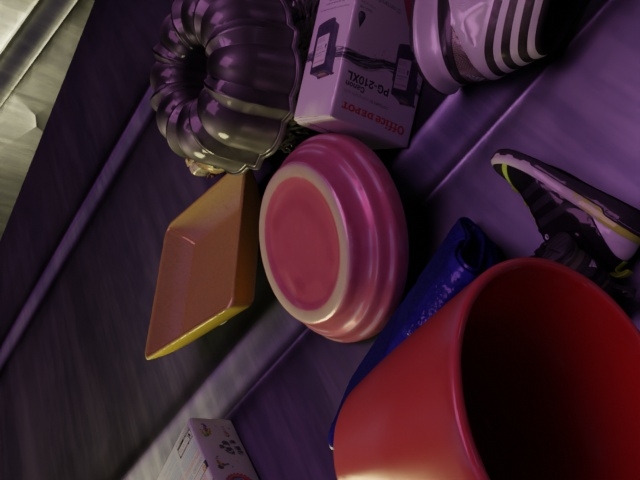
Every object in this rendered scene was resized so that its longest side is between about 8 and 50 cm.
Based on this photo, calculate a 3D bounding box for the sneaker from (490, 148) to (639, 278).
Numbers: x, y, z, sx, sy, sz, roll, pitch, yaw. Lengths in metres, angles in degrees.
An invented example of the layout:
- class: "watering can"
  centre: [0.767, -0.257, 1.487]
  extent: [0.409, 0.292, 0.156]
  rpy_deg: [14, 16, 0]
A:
- class: "sneaker"
  centre: [0.275, -0.033, 0.825]
  extent: [0.235, 0.084, 0.097]
  rpy_deg: [44, 114, 49]

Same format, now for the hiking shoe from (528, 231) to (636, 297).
- class: "hiking shoe"
  centre: [0.254, 0.093, 0.802]
  extent: [0.114, 0.086, 0.227]
  rpy_deg: [38, 145, 8]

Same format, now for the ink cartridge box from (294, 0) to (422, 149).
- class: "ink cartridge box"
  centre: [0.073, -0.278, 1.090]
  extent: [0.100, 0.172, 0.237]
  rpy_deg: [10, 86, 52]

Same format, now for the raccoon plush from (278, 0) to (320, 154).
- class: "raccoon plush"
  centre: [-0.013, -0.357, 1.218]
  extent: [0.446, 0.216, 0.299]
  rpy_deg: [-42, 56, 36]

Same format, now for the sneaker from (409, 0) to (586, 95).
- class: "sneaker"
  centre: [0.263, -0.439, 0.947]
  extent: [0.257, 0.169, 0.447]
  rpy_deg: [-6, 82, 42]

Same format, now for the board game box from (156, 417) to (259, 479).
- class: "board game box"
  centre: [-0.193, 0.503, 1.230]
  extent: [0.224, 0.097, 0.303]
  rpy_deg: [-62, 38, 18]

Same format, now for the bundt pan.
- class: "bundt pan"
  centre: [-0.180, -0.275, 1.154]
  extent: [0.331, 0.124, 0.331]
  rpy_deg: [1, 92, 48]

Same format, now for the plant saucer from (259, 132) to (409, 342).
- class: "plant saucer"
  centre: [0.000, 0.000, 1.084]
  extent: [0.332, 0.084, 0.332]
  rpy_deg: [16, 110, 52]

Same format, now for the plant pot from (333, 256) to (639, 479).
- class: "plant pot"
  centre: [0.155, 0.186, 0.656]
  extent: [0.243, 0.275, 0.275]
  rpy_deg: [-41, 48, 50]

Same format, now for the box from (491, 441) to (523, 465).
- class: "box"
  centre: [0.261, 0.239, 0.756]
  extent: [0.147, 0.077, 0.180]
  rpy_deg: [2, 79, 52]

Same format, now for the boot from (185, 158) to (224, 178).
- class: "boot"
  centre: [-0.217, -0.186, 1.436]
  extent: [0.203, 0.095, 0.262]
  rpy_deg: [-40, 22, 39]

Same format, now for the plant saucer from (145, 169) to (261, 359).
- class: "plant saucer"
  centre: [-0.223, 0.053, 1.401]
  extent: [0.333, 0.081, 0.332]
  rpy_deg: [-33, 44, 42]

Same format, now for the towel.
- class: "towel"
  centre: [0.128, 0.128, 0.901]
  extent: [0.308, 0.076, 0.227]
  rpy_deg: [-59, -4, 20]
